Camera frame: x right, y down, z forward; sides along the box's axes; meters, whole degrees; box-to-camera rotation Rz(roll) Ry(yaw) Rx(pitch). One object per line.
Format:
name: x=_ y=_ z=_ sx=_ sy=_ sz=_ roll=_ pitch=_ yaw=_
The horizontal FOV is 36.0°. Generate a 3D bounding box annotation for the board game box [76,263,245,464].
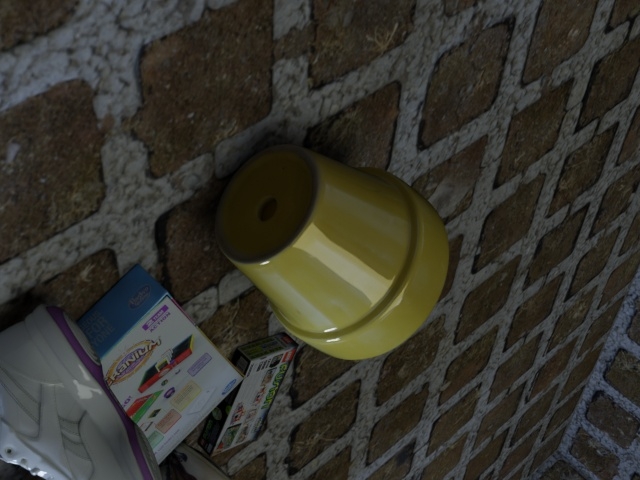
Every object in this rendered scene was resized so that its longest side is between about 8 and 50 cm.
board game box: x=-0.248 y=0.196 z=1.301 sx=0.242 sy=0.064 sz=0.316 roll=-45 pitch=151 yaw=-11

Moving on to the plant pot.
plant pot: x=0.000 y=0.000 z=1.266 sx=0.254 sy=0.254 sz=0.239 roll=-53 pitch=136 yaw=4

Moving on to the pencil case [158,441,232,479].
pencil case: x=-0.271 y=0.483 z=1.433 sx=0.410 sy=0.184 sz=0.160 roll=-55 pitch=177 yaw=-12

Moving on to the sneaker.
sneaker: x=-0.282 y=0.229 z=1.103 sx=0.152 sy=0.305 sz=0.114 roll=-29 pitch=-178 yaw=-7

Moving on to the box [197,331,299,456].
box: x=-0.117 y=0.249 z=1.586 sx=0.114 sy=0.036 sz=0.207 roll=-13 pitch=134 yaw=-49
